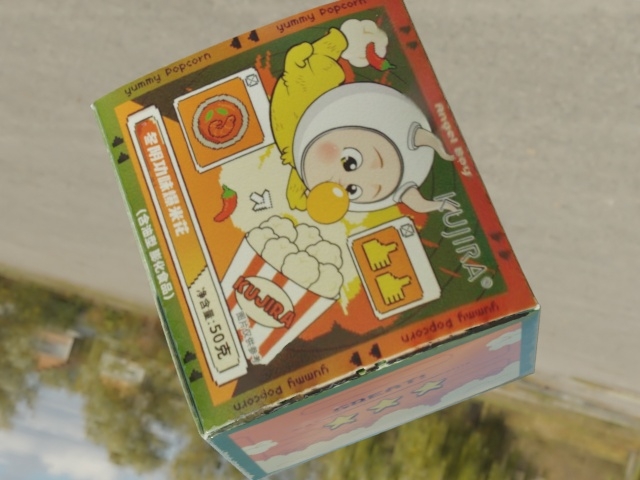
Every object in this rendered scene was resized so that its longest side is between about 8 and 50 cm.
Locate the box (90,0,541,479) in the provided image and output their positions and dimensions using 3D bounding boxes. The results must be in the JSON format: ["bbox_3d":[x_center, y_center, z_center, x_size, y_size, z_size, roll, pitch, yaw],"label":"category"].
[{"bbox_3d":[0.000,0.000,0.700,0.177,0.195,0.148,-20,160,0],"label":"box"}]
